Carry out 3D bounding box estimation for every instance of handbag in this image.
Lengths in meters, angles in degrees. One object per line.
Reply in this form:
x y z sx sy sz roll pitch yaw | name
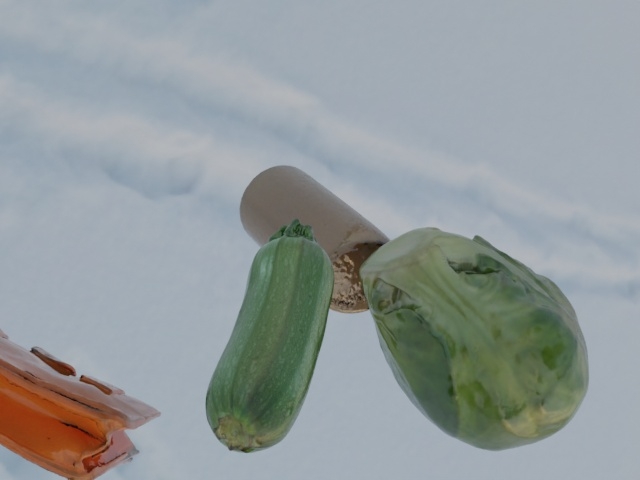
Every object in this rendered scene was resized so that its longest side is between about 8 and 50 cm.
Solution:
-0.459 0.211 1.506 0.116 0.410 0.303 -63 175 -3 | handbag

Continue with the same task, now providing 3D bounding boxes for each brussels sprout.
0.168 0.102 1.127 0.271 0.210 0.219 50 15 -5 | brussels sprout

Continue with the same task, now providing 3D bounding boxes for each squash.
-0.033 0.070 0.753 0.077 0.068 0.219 46 36 -28 | squash

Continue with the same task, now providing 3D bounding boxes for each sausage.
0.000 0.000 1.299 0.123 0.253 0.123 -14 119 -26 | sausage
